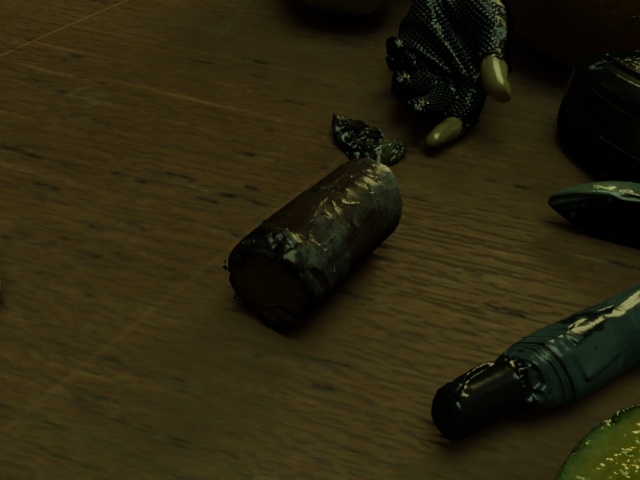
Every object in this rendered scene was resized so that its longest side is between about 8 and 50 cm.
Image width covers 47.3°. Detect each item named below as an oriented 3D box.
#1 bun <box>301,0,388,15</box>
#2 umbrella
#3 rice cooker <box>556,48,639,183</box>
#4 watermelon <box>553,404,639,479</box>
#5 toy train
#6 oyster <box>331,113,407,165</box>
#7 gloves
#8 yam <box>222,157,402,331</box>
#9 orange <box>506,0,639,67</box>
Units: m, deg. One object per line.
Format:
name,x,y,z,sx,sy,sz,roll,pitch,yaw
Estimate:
bun,0.019,-0.334,0.884,0.167,0.113,0.173,15,41,-2
umbrella,0.182,0.078,0.508,0.251,0.052,0.053,-19,83,-27
rice cooker,0.304,-0.116,0.695,0.112,0.106,0.165,-13,35,-25
watermelon,0.188,0.188,0.331,0.204,0.127,0.232,30,45,22
toy train,0.322,-0.015,0.622,0.252,0.055,0.048,15,44,8
oyster,0.041,-0.100,0.702,0.054,0.019,0.083,-29,54,-32
gloves,0.127,-0.164,0.744,0.129,0.106,0.180,13,71,8
yam,0.001,-0.001,0.550,0.079,0.079,0.141,29,44,22
orange,0.318,-0.298,0.807,0.237,0.236,0.236,4,43,-4
